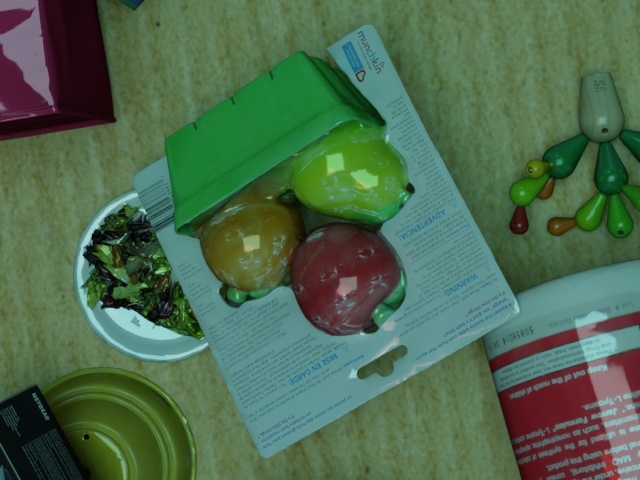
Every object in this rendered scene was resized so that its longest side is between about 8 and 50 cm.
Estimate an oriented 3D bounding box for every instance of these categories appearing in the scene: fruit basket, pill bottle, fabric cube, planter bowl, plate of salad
[{"bbox_3d":[0.000,0.000,1.636,0.327,0.165,0.353,-32,78,18],"label":"fruit basket"},{"bbox_3d":[0.320,0.238,1.578,0.229,0.229,0.408,-16,78,6],"label":"pill bottle"},{"bbox_3d":[-0.386,-0.237,1.659,0.259,0.254,0.258,-8,92,5],"label":"fabric cube"},{"bbox_3d":[-0.253,0.254,1.736,0.217,0.090,0.217,0,92,5],"label":"planter bowl"},{"bbox_3d":[-0.183,0.038,1.746,0.199,0.048,0.200,0,92,6],"label":"plate of salad"}]

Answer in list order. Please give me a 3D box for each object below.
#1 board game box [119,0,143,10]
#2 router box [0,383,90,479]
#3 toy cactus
[{"bbox_3d":[-0.163,-0.348,1.680,0.047,0.160,0.210,44,94,4],"label":"board game box"},{"bbox_3d":[-0.320,0.338,1.685,0.243,0.081,0.309,-30,88,44],"label":"router box"},{"bbox_3d":[0.305,-0.092,1.678,0.219,0.112,0.181,-9,80,14],"label":"toy cactus"}]
